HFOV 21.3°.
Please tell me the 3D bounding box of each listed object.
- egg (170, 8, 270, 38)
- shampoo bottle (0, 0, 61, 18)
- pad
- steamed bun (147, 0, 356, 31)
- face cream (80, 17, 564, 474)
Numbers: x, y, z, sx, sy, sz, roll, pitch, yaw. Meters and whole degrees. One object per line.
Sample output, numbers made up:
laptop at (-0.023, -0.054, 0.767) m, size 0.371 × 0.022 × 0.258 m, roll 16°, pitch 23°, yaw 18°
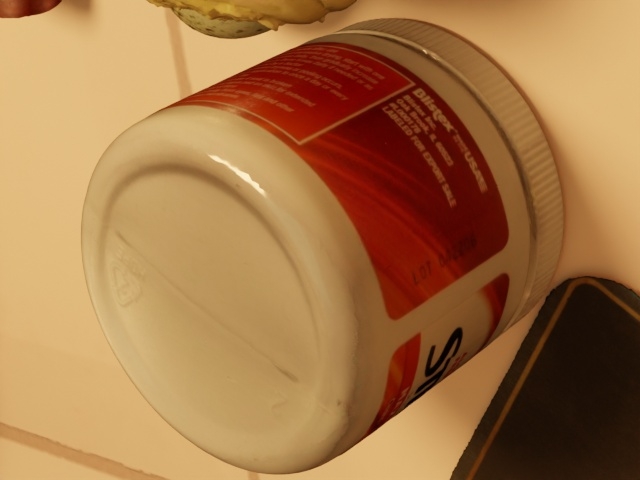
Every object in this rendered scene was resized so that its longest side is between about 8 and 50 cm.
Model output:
egg at (-0.042, -0.157, 0.947) m, size 0.110 × 0.085 × 0.085 m, roll -18°, pitch 99°, yaw 47°
shampoo bottle at (-0.196, -0.291, 1.026) m, size 0.118 × 0.076 × 0.314 m, roll 24°, pitch 127°, yaw 29°
pad at (0.229, 0.188, 0.900) m, size 0.375 × 0.063 × 0.315 m, roll 39°, pitch 134°, yaw 20°
steamed bun at (-0.083, -0.233, 0.837) m, size 0.273 × 0.166 × 0.232 m, roll 20°, pitch 94°, yaw 32°
face cream at (0.000, 0.000, 0.919) m, size 0.201 × 0.187 × 0.201 m, roll 22°, pitch 126°, yaw 34°
